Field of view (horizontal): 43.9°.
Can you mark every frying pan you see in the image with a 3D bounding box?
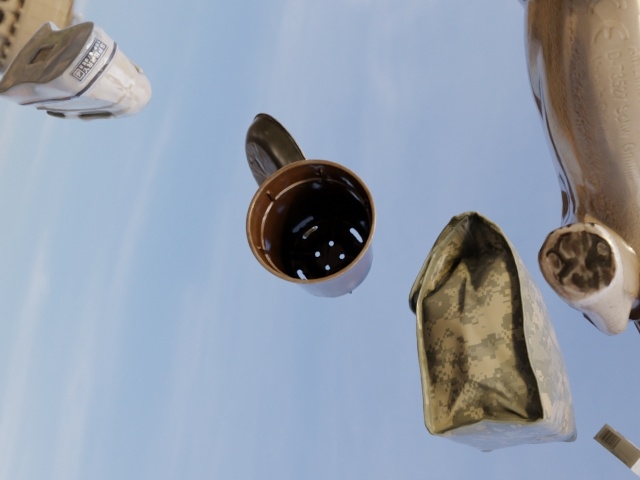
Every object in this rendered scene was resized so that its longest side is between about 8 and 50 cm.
[{"bbox_3d":[-0.051,-0.063,1.338,0.197,0.053,0.326,34,-32,49],"label":"frying pan"}]

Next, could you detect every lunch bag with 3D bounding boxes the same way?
[{"bbox_3d":[0.228,0.123,1.065,0.169,0.235,0.286,-13,-113,23],"label":"lunch bag"}]

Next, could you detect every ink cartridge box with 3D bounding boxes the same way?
[{"bbox_3d":[0.407,0.283,1.039,0.029,0.115,0.063,-51,-137,2],"label":"ink cartridge box"}]

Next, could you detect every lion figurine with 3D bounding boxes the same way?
[{"bbox_3d":[0.158,-0.072,0.411,0.240,0.142,0.391,-23,114,-77],"label":"lion figurine"}]

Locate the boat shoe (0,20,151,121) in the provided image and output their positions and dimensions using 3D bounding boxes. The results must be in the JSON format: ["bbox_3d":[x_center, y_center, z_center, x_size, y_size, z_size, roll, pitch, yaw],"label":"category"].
[{"bbox_3d":[-0.239,-0.150,0.761,0.095,0.084,0.258,-56,-146,-6],"label":"boat shoe"}]

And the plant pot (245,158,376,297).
[{"bbox_3d":[0.000,0.000,1.073,0.167,0.165,0.166,-3,-109,9],"label":"plant pot"}]
